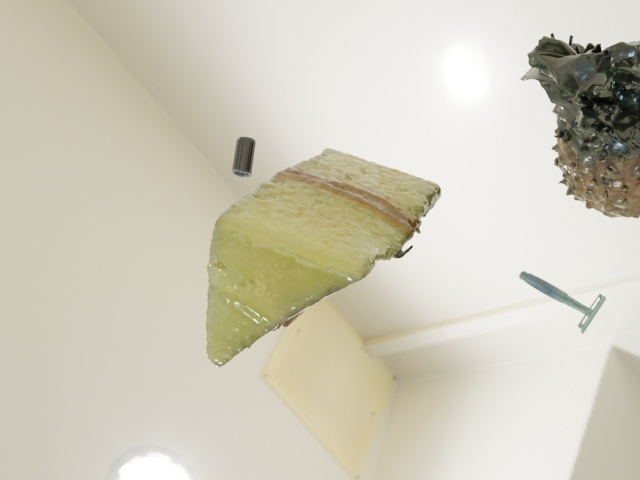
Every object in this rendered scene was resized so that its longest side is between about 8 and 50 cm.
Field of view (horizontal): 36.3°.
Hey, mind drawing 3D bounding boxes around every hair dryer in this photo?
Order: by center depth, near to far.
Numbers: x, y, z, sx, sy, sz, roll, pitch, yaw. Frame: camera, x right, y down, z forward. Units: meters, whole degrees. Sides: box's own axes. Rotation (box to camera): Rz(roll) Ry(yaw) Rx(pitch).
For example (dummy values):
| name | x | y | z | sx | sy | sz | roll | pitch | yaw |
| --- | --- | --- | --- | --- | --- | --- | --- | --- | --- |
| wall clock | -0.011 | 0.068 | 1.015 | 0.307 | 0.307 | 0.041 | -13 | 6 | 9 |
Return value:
| name | x | y | z | sx | sy | sz | roll | pitch | yaw |
| --- | --- | --- | --- | --- | --- | --- | --- | --- | --- |
| hair dryer | -0.096 | -0.097 | 1.230 | 0.026 | 0.083 | 0.047 | 9 | -103 | -2 |

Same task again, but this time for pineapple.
| name | x | y | z | sx | sy | sz | roll | pitch | yaw |
| --- | --- | --- | --- | --- | --- | --- | --- | --- | --- |
| pineapple | 0.291 | -0.128 | 1.017 | 0.141 | 0.170 | 0.310 | -56 | -31 | -1 |

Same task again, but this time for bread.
| name | x | y | z | sx | sy | sz | roll | pitch | yaw |
| --- | --- | --- | --- | --- | --- | --- | --- | --- | --- |
| bread | 0.000 | 0.000 | 0.856 | 0.142 | 0.178 | 0.266 | 67 | -157 | -10 |

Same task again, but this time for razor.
| name | x | y | z | sx | sy | sz | roll | pitch | yaw |
| --- | --- | --- | --- | --- | --- | --- | --- | --- | --- |
| razor | 0.372 | 0.085 | 1.535 | 0.068 | 0.135 | 0.040 | -55 | -29 | -6 |
